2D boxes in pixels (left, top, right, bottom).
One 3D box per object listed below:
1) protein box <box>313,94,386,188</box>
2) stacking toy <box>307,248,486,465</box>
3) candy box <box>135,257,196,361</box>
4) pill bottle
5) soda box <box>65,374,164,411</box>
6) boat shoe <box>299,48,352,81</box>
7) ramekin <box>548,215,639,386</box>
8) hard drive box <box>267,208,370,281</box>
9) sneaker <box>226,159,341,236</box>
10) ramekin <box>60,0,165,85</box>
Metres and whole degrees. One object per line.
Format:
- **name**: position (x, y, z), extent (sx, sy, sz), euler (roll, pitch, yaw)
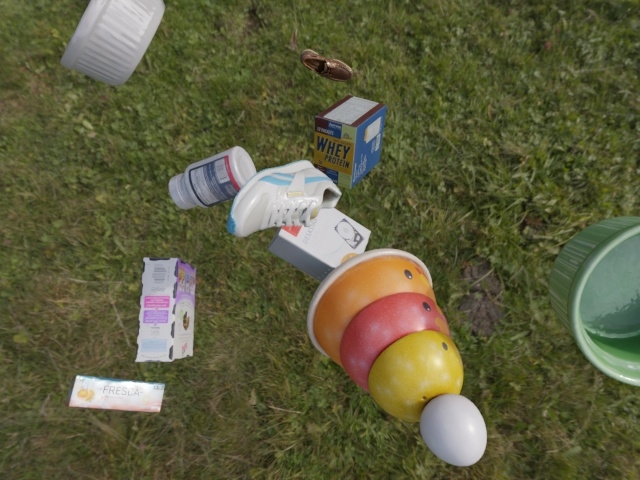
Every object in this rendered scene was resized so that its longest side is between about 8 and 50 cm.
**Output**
- **protein box**: position (0.089, -0.302, 1.301), extent (0.135, 0.200, 0.201), euler (23, 43, 23)
- **stacking toy**: position (0.198, 0.271, 0.943), extent (0.350, 0.351, 0.480), euler (-28, 36, -5)
- **candy box**: position (-0.311, 0.144, 0.879), extent (0.070, 0.165, 0.197), euler (0, 78, -3)
- **pill bottle**: position (-0.244, -0.134, 0.968), extent (0.179, 0.108, 0.108), euler (-16, 69, 17)
- **soda box**: position (-0.437, 0.331, 0.915), extent (0.183, 0.058, 0.063), euler (19, 61, -32)
- **boat shoe**: position (0.018, -0.539, 1.338), extent (0.177, 0.064, 0.060), euler (17, 37, -15)
- **ramekin**: position (0.589, 0.098, 0.792), extent (0.302, 0.148, 0.304), euler (1, 102, 5)
- **hard drive box**: position (0.000, 0.000, 1.158), extent (0.232, 0.089, 0.181), euler (31, 53, -11)
- **sneaker**: position (-0.053, -0.062, 0.683), extent (0.092, 0.088, 0.228), euler (38, 43, 16)
- **ramekin**: position (-0.459, -0.476, 0.959), extent (0.272, 0.127, 0.273), euler (-29, 47, 37)
